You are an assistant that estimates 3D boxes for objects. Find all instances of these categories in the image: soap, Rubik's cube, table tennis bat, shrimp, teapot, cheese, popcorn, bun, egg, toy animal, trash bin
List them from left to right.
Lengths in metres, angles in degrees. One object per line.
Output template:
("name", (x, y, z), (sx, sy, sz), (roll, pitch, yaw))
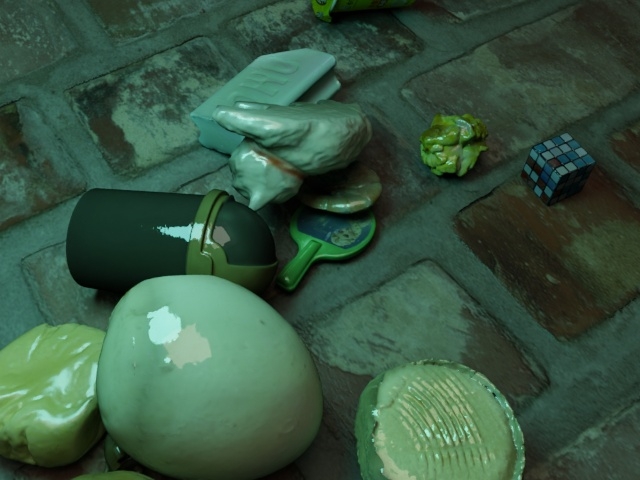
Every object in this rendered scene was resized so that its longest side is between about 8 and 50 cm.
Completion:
("cheese", (-0.418, 0.230, 1.105), (0.214, 0.117, 0.226), (13, 49, 11))
("teapot", (-0.307, 0.328, 1.058), (0.110, 0.085, 0.080), (-37, 60, -3))
("trash bin", (-0.235, 0.012, 1.208), (0.334, 0.214, 0.214), (8, 54, 11))
("egg", (-0.154, 0.205, 1.024), (0.345, 0.283, 0.283), (27, 54, -13))
("soap", (-0.109, -0.290, 1.477), (0.173, 0.095, 0.289), (23, 55, 31))
("toy animal", (-0.037, -0.168, 1.324), (0.266, 0.188, 0.308), (0, 15, 5))
("table tennis bat", (0.000, 0.000, 1.331), (0.160, 0.039, 0.257), (25, 55, 21))
("shrimp", (0.003, -0.116, 1.392), (0.254, 0.059, 0.145), (27, 59, 27))
("bun", (0.169, 0.310, 1.044), (0.260, 0.152, 0.259), (9, 48, -10))
("popcorn", (0.271, -0.197, 1.439), (0.145, 0.126, 0.125), (-26, 32, -1))
("Rubik's cube", (0.472, -0.142, 1.418), (0.092, 0.092, 0.092), (-23, 58, -18))

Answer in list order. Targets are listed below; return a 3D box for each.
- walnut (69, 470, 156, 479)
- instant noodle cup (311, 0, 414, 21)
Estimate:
("walnut", (-0.287, 0.441, 0.869), (0.313, 0.252, 0.277), (-19, 57, -27))
("instant noodle cup", (0.112, -0.675, 1.685), (0.222, 0.311, 0.311), (-1, 54, -15))
